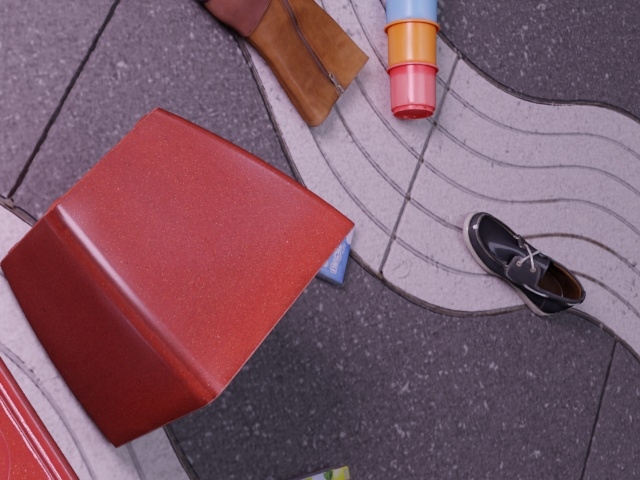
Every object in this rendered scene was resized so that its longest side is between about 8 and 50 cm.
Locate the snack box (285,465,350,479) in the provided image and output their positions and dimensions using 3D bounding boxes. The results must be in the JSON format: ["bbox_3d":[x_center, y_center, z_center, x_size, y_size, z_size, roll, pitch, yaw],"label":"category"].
[{"bbox_3d":[-0.001,0.359,1.435,0.100,0.037,0.141,-8,87,-40],"label":"snack box"}]

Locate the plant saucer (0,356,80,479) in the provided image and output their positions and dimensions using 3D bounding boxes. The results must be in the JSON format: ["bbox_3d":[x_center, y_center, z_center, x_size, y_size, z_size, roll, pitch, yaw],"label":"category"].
[{"bbox_3d":[-0.362,0.212,1.078,0.258,0.048,0.259,-23,70,-40],"label":"plant saucer"}]

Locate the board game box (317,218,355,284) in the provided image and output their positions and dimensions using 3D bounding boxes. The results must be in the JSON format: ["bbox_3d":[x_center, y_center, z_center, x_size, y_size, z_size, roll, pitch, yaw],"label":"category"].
[{"bbox_3d":[0.000,0.000,1.518,0.090,0.020,0.090,28,64,-35],"label":"board game box"}]

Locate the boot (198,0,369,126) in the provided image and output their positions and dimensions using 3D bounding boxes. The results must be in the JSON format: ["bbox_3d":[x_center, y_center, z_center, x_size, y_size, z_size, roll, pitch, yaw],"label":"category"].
[{"bbox_3d":[-0.020,-0.332,1.518,0.280,0.096,0.264,45,56,-26],"label":"boot"}]

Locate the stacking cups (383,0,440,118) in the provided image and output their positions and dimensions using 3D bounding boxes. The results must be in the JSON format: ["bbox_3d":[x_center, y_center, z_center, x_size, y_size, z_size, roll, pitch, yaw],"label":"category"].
[{"bbox_3d":[0.134,-0.331,1.657,0.096,0.096,0.316,3,82,-40],"label":"stacking cups"}]

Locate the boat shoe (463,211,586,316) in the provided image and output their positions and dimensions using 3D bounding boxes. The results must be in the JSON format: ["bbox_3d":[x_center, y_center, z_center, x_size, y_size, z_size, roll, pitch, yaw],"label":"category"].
[{"bbox_3d":[0.305,0.029,1.734,0.233,0.079,0.084,39,60,-26],"label":"boat shoe"}]

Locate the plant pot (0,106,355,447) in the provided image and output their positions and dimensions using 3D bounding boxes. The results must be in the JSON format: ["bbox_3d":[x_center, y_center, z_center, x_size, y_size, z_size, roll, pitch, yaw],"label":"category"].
[{"bbox_3d":[-0.173,0.023,1.227,0.236,0.267,0.267,46,55,-9],"label":"plant pot"}]
